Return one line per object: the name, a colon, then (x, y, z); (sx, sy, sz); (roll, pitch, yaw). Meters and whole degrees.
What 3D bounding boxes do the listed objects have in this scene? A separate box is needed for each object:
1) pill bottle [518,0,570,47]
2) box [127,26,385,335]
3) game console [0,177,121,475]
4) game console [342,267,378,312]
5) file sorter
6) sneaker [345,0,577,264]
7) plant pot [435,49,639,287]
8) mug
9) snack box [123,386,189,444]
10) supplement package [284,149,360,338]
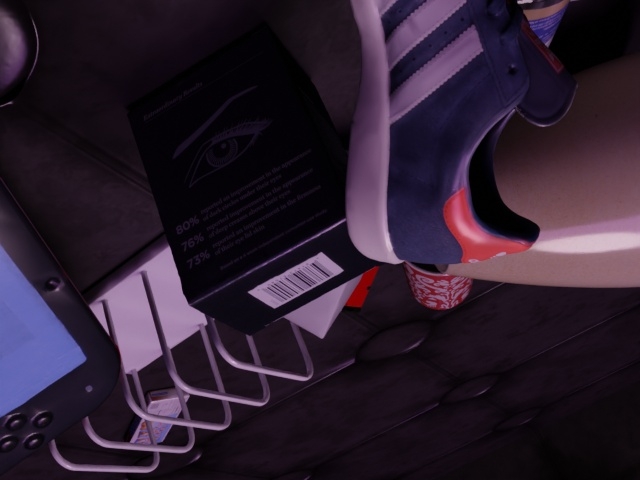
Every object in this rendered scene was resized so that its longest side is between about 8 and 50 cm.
pill bottle: (0.133, -0.174, 0.739); (0.122, 0.123, 0.219); (-14, 152, -16)
box: (-0.054, -0.049, 0.729); (0.153, 0.207, 0.108); (-28, 152, 12)
game console: (-0.379, 0.116, 0.755); (0.342, 0.060, 0.387); (-38, 141, -18)
game console: (-0.010, 0.055, 1.153); (0.144, 0.085, 0.124); (10, 107, -46)
file sorter: (-0.180, 0.142, 1.012); (0.277, 0.173, 0.193); (-34, 150, 21)
sneaker: (0.101, -0.149, 0.576); (0.148, 0.350, 0.131); (6, -157, 23)
plant pot: (0.247, -0.052, 0.891); (0.273, 0.257, 0.256); (-12, 151, -6)
mug: (0.174, 0.017, 1.121); (0.150, 0.113, 0.169); (-20, 155, -1)
snack box: (-0.263, 0.284, 1.358); (0.064, 0.022, 0.178); (-6, 148, -31)
supplement package: (0.000, 0.000, 0.911); (0.105, 0.105, 0.179); (-55, 170, -40)
